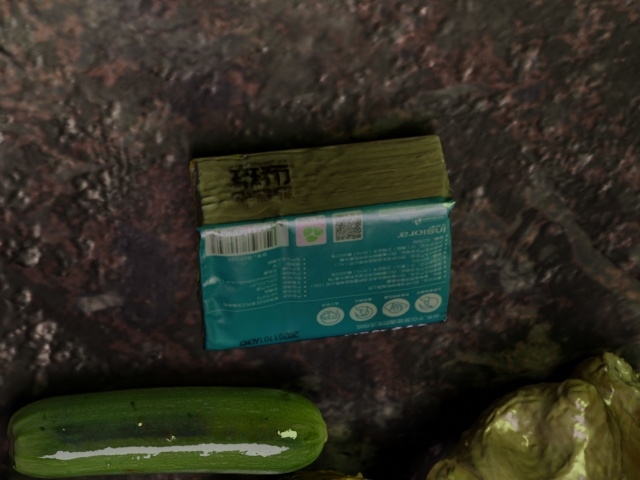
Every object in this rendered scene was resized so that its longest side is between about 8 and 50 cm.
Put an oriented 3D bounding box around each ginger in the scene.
[{"bbox_3d":[0.193,0.186,1.424,0.270,0.123,0.219,6,115,-51],"label":"ginger"}]

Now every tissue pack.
[{"bbox_3d":[0.000,0.000,1.229,0.169,0.082,0.120,-7,134,-7],"label":"tissue pack"}]

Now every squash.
[{"bbox_3d":[-0.108,0.138,1.344,0.229,0.066,0.066,-1,132,-12],"label":"squash"}]

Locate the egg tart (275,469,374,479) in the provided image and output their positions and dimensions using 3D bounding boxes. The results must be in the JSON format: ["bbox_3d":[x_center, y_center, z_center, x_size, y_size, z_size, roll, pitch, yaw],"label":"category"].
[{"bbox_3d":[-0.003,0.244,1.450,0.213,0.090,0.212,-5,134,-5],"label":"egg tart"}]
